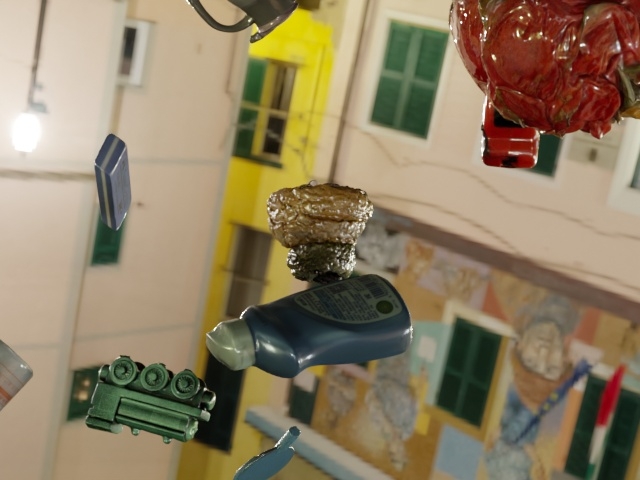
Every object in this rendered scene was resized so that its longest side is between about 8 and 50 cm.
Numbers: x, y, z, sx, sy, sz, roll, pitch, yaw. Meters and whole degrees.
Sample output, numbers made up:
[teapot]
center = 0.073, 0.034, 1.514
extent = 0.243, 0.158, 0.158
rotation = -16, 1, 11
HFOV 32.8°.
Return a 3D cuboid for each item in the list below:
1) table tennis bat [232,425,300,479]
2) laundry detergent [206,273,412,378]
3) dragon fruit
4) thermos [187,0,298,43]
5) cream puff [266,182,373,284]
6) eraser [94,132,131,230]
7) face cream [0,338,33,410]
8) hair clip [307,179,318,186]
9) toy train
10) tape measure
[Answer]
[table tennis bat]
center = -0.078, 0.337, 1.679
extent = 0.100, 0.155, 0.019
rotation = -2, -129, -43
[laundry detergent]
center = -0.019, 0.134, 1.578
extent = 0.290, 0.094, 0.143
rotation = -12, -139, -21
[dragon fruit]
center = 0.302, -0.281, 1.348
extent = 0.277, 0.277, 0.342
rotation = 3, -127, -35
[thermos]
center = -0.118, -0.351, 1.416
extent = 0.193, 0.137, 0.105
rotation = 53, 180, -23
[cream puff]
center = 0.000, 0.000, 1.838
extent = 0.183, 0.169, 0.183
rotation = 0, 171, 0
[eraser]
center = -0.399, -0.110, 2.097
extent = 0.036, 0.082, 0.225
rotation = 18, 149, 4
[face cream]
center = -0.482, 0.228, 1.365
extent = 0.101, 0.252, 0.101
rotation = 35, 160, 15
[hair clip]
center = -0.020, -0.055, 2.223
extent = 0.022, 0.137, 0.054
rotation = 14, -166, 16
[toy train]
center = -0.233, 0.225, 1.509
extent = 0.170, 0.111, 0.071
rotation = 13, 167, 11
[tape measure]
center = 0.369, -0.265, 2.103
extent = 0.114, 0.260, 0.253
rotation = 2, -163, 10
